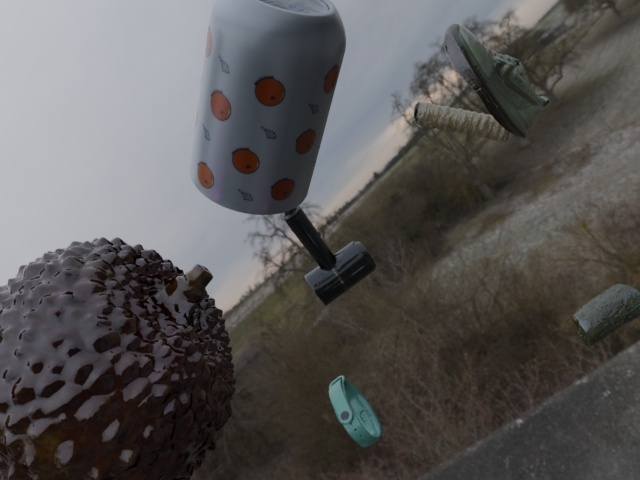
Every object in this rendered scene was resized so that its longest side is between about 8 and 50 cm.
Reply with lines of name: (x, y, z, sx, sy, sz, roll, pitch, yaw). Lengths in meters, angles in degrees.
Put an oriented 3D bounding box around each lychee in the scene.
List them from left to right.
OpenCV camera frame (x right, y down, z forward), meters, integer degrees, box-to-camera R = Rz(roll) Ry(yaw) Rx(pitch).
lychee: (-0.222, 0.138, 0.541, 0.304, 0.276, 0.276, -48, -2, 8)

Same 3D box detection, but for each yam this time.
yam: (0.746, 0.195, 1.371, 0.183, 0.107, 0.107, -31, -4, -9)

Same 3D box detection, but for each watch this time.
watch: (0.108, 0.548, 1.674, 0.068, 0.237, 0.195, -40, -45, 11)

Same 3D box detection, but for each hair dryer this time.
hair dryer: (0.000, 0.000, 1.391, 0.189, 0.352, 0.107, -35, 32, -1)

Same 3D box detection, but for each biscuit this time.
biscuit: (0.319, -0.270, 1.189, 0.055, 0.219, 0.061, 48, -123, -71)

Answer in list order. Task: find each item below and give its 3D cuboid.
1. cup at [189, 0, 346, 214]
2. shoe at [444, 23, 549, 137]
cup: (-0.087, -0.227, 0.829, 0.212, 0.212, 0.317, -43, -22, -47)
shoe: (0.343, -0.321, 1.016, 0.098, 0.275, 0.103, -46, 29, 9)
